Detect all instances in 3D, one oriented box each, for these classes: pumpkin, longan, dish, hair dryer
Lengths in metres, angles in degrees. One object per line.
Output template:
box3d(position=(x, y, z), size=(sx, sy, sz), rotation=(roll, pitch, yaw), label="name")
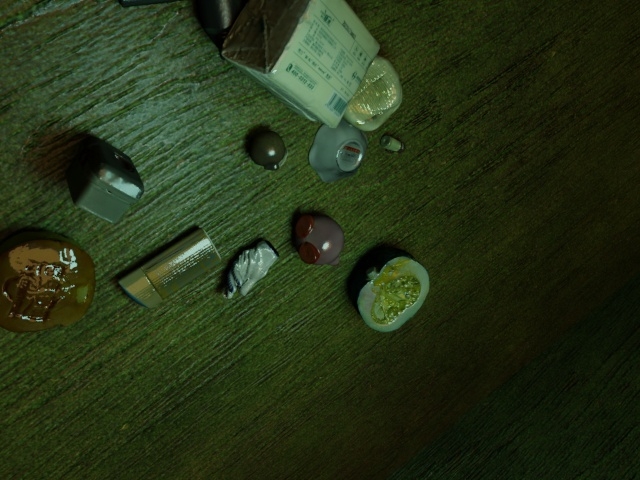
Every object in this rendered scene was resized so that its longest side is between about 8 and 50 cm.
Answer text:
box3d(position=(0.234, 0.158, 2.120), size=(0.293, 0.197, 0.263), rotation=(-43, 119, 0), label="pumpkin")
box3d(position=(-0.155, -0.261, 1.674), size=(0.106, 0.106, 0.119), rotation=(-24, 112, -23), label="longan")
box3d(position=(0.078, -0.281, 1.842), size=(0.229, 0.081, 0.229), rotation=(-16, 122, -28), label="dish")
box3d(position=(-0.338, -0.563, 1.396), size=(0.303, 0.116, 0.244), rotation=(-13, 122, -16), label="hair dryer")

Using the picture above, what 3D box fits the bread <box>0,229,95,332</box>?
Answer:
box3d(position=(-0.709, 0.104, 1.447), size=(0.270, 0.148, 0.269), rotation=(-16, 122, -28), label="bread")

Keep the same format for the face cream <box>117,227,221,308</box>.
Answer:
box3d(position=(-0.440, 0.089, 1.684), size=(0.285, 0.067, 0.139), rotation=(-35, 128, -16), label="face cream")

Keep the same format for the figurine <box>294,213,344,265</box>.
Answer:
box3d(position=(0.000, 0.000, 1.885), size=(0.173, 0.173, 0.173), rotation=(-17, 123, -28), label="figurine")

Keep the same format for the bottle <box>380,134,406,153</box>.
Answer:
box3d(position=(0.253, -0.328, 1.968), size=(0.101, 0.047, 0.063), rotation=(12, 143, -43), label="bottle")

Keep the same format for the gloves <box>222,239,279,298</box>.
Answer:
box3d(position=(-0.230, 0.097, 1.820), size=(0.229, 0.097, 0.119), rotation=(-48, 127, -10), label="gloves")

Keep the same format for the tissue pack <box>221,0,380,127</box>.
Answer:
box3d(position=(-0.036, -0.505, 1.499), size=(0.297, 0.207, 0.380), rotation=(-60, 151, 3), label="tissue pack")

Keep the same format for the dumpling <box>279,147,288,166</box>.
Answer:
box3d(position=(-0.127, -0.246, 1.731), size=(0.077, 0.059, 0.043), rotation=(-33, 139, -13), label="dumpling")

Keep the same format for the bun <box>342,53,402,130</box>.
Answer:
box3d(position=(0.143, -0.453, 1.763), size=(0.230, 0.145, 0.229), rotation=(0, 101, -2), label="bun")

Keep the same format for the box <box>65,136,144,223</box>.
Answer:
box3d(position=(-0.530, -0.148, 1.401), size=(0.148, 0.210, 0.129), rotation=(32, 100, -41), label="box")
